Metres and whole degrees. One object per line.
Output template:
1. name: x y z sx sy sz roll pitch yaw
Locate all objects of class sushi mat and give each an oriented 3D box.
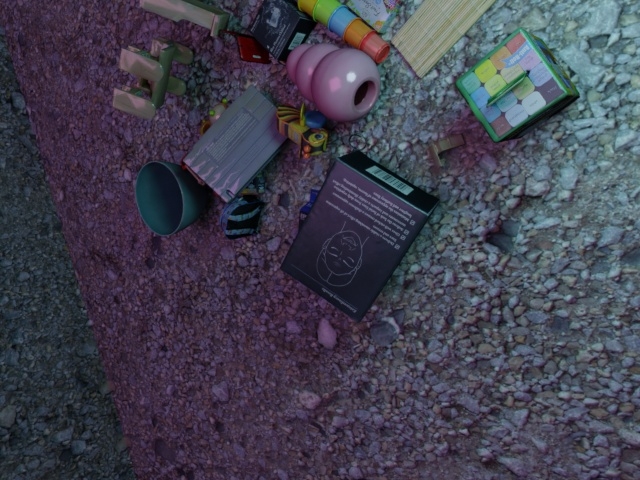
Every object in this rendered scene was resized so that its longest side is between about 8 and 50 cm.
1. sushi mat: 0.337 -0.604 1.265 0.316 0.019 0.151 -44 75 35

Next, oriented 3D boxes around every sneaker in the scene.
1. sneaker: -0.141 -0.606 1.599 0.083 0.032 0.037 44 136 24

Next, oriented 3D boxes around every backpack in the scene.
1. backpack: -0.309 -0.085 1.756 0.117 0.173 0.158 30 118 26

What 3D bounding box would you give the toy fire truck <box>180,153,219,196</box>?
1. toy fire truck: -0.438 -0.246 1.829 0.047 0.135 0.192 -40 78 35

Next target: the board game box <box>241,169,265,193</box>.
1. board game box: -0.287 -0.244 1.776 0.170 0.048 0.141 5 103 35

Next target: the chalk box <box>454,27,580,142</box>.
1. chalk box: 0.445 -0.347 1.085 0.180 0.289 0.179 -36 80 36

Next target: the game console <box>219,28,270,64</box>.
1. game console: -0.252 -0.648 1.590 0.085 0.144 0.124 -5 99 37

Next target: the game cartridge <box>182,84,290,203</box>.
1. game cartridge: -0.275 -0.329 1.624 0.230 0.068 0.355 44 93 8

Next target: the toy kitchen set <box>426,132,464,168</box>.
1. toy kitchen set: 0.355 -0.248 1.336 0.083 0.075 0.068 146 105 -76

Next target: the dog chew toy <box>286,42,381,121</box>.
1. dog chew toy: 0.021 -0.488 1.412 0.332 0.207 0.206 40 122 34

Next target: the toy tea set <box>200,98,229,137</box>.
1. toy tea set: -0.364 -0.339 1.714 0.200 0.124 0.336 -29 69 29

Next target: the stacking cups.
1. stacking cups: 0.073 -0.641 1.396 0.316 0.096 0.096 43 122 18

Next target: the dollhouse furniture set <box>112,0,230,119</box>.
1. dollhouse furniture set: -0.504 -0.638 1.663 0.257 0.362 0.394 19 118 -7

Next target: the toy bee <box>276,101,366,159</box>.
1. toy bee: -0.035 -0.331 1.469 0.298 0.162 0.195 12 135 33

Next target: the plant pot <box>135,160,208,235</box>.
1. plant pot: -0.569 -0.178 1.901 0.290 0.195 0.290 9 107 33

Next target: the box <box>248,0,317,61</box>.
1. box: -0.123 -0.686 1.523 0.158 0.093 0.156 49 124 16

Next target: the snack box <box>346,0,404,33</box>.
1. snack box: 0.155 -0.680 1.362 0.141 0.037 0.100 47 125 16

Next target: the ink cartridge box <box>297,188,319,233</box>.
1. ink cartridge box: 0.000 0.000 1.630 0.165 0.065 0.332 16 110 32

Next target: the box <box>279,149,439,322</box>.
1. box: 0.113 -0.016 1.407 0.294 0.212 0.395 34 115 10
